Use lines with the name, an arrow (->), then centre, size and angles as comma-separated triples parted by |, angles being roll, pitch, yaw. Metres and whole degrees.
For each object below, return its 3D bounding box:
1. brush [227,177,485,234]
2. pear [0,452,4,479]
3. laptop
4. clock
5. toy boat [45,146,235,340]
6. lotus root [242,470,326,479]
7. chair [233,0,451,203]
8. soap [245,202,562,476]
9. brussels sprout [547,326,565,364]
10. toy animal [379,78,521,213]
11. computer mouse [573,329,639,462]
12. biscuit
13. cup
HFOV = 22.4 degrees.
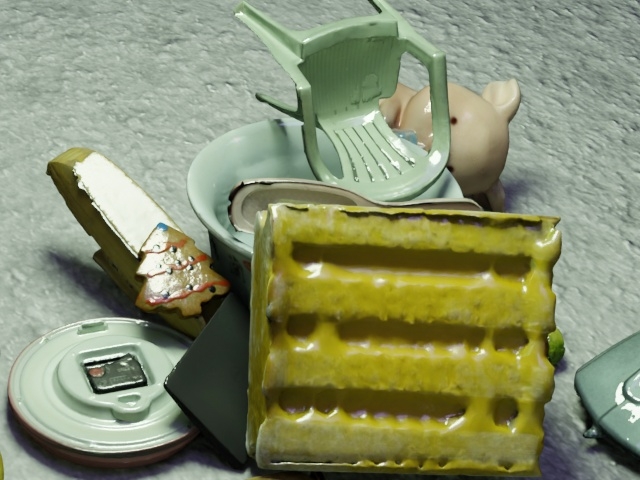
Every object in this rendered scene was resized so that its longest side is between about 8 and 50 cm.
brush -> 0.044, -0.040, 1.920 | 0.313, 0.072, 0.067 | 3, 21, -8
pear -> -0.412, 0.240, 1.607 | 0.209, 0.209, 0.209 | 5, 35, -4
laptop -> -0.100, 0.159, 1.868 | 0.135, 0.016, 0.197 | 49, 36, -10
clock -> -0.236, 0.167, 1.860 | 0.244, 0.056, 0.244 | 5, 36, -4
toy boat -> -0.223, 0.010, 1.999 | 0.089, 0.121, 0.321 | -38, 77, -28
lotus root -> -0.061, 0.281, 1.725 | 0.152, 0.063, 0.072 | -13, 4, -22
chair -> 0.036, -0.188, 2.041 | 0.203, 0.190, 0.274 | -14, 33, -20
soap -> 0.089, 0.110, 1.793 | 0.335, 0.293, 0.156 | 1, -1, -11
brussels sprout -> 0.272, 0.120, 2.026 | 0.051, 0.046, 0.083 | -45, 49, 1
toy animal -> 0.125, -0.145, 2.236 | 0.256, 0.195, 0.213 | 16, 14, 26
computer mouse -> 0.473, 0.164, 1.951 | 0.371, 0.122, 0.188 | -15, 40, -24
biscuit -> -0.173, 0.034, 1.918 | 0.119, 0.019, 0.130 | -13, 64, -26
cup -> 0.000, 0.000, 2.046 | 0.347, 0.163, 0.347 | 5, 36, -3
